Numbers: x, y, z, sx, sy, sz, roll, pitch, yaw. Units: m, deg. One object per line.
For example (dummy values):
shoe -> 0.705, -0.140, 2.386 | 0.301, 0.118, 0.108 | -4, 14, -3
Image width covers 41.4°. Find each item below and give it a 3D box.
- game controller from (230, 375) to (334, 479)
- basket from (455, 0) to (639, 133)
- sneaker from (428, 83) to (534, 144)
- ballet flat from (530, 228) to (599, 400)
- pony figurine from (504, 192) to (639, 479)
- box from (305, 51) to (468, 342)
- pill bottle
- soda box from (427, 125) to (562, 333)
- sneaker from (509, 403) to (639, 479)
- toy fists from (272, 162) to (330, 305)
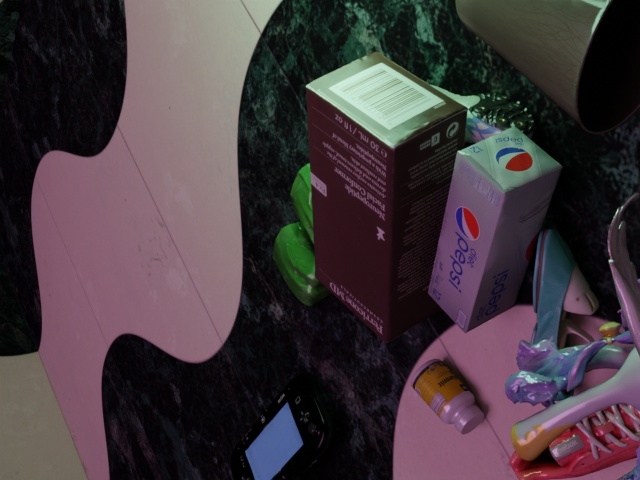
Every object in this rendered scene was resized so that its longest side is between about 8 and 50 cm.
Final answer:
game controller -> -0.086, 0.421, 1.721 | 0.319, 0.067, 0.166 | -52, 53, 29
basket -> 0.277, -0.266, 0.984 | 0.227, 0.154, 0.204 | 45, 134, 41
sneaker -> 0.202, -0.162, 1.180 | 0.237, 0.085, 0.086 | 26, 129, 49
ballet flat -> 0.322, 0.103, 1.120 | 0.087, 0.083, 0.247 | 11, 113, 26
pony figurine -> 0.357, 0.144, 0.859 | 0.363, 0.302, 0.351 | -35, 71, 50
box -> 0.089, -0.055, 1.239 | 0.191, 0.143, 0.381 | 41, 149, 37
pill bottle -> 0.201, 0.247, 1.332 | 0.116, 0.065, 0.065 | 47, 136, 34
soda box -> 0.224, -0.007, 1.127 | 0.091, 0.098, 0.286 | 49, 152, 33
sneaker -> 0.356, 0.241, 1.054 | 0.116, 0.136, 0.314 | 61, 142, 18
toy fists -> 0.000, 0.000, 1.504 | 0.142, 0.096, 0.279 | 61, 145, 36
